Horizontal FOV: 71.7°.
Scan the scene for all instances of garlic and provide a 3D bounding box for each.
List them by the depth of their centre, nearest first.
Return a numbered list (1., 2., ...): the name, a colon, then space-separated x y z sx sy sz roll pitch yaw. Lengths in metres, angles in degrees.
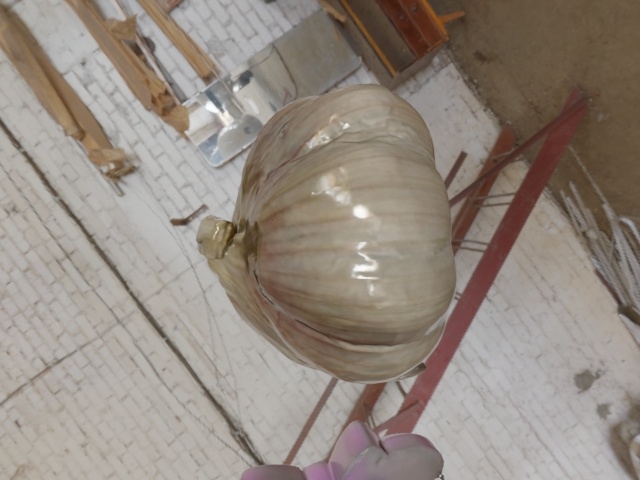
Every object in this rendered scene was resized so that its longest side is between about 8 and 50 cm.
1. garlic: 0.016 -0.004 0.480 0.322 0.241 0.321 20 121 38

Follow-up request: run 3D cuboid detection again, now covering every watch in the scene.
1. watch: 0.055 0.320 0.383 0.217 0.211 0.248 -121 9 -52
